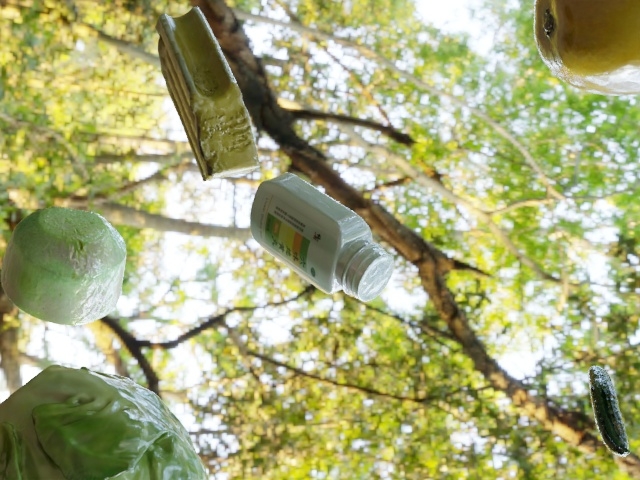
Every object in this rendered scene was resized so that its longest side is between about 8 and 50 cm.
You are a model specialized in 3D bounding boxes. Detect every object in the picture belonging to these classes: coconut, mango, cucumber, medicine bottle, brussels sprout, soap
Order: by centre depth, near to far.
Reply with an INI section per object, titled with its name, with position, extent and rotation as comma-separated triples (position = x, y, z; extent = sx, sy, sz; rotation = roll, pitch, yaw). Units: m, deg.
[brussels sprout]
position = -0.271, 0.282, 1.017
extent = 0.294, 0.259, 0.227
rotation = 49, 0, 11
[cucumber]
position = 0.361, 0.211, 1.126
extent = 0.033, 0.036, 0.184
rotation = -57, -172, 28
[soap]
position = -0.164, -0.195, 1.284
extent = 0.160, 0.080, 0.257
rotation = 91, -22, -53
[mango]
position = 0.479, -0.323, 1.302
extent = 0.264, 0.378, 0.221
rotation = 11, -77, 57
[coconut]
position = -0.472, 0.055, 1.657
extent = 0.205, 0.236, 0.235
rotation = 37, -55, 19
[medicine bottle]
position = 0.000, 0.000, 1.843
extent = 0.324, 0.124, 0.179
rotation = 33, -51, 31
